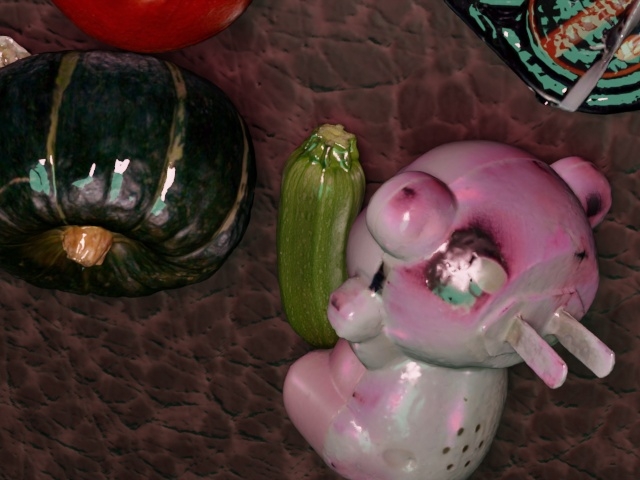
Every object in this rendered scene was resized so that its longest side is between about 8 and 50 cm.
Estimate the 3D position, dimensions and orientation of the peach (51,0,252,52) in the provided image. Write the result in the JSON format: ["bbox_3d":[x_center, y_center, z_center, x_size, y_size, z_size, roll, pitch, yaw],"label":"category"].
[{"bbox_3d":[-0.126,-0.225,1.123,0.197,0.197,0.197,5,121,8],"label":"peach"}]

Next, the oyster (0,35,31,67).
[{"bbox_3d":[-0.322,-0.136,1.292,0.177,0.064,0.125,7,117,5],"label":"oyster"}]

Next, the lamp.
[{"bbox_3d":[0.114,0.074,1.224,0.247,0.247,0.301,-3,127,-37],"label":"lamp"}]

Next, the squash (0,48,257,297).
[{"bbox_3d":[-0.176,-0.052,1.214,0.252,0.165,0.252,0,162,0],"label":"squash"}]

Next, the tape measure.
[{"bbox_3d":[0.212,-0.186,1.135,0.182,0.107,0.181,-33,106,26],"label":"tape measure"}]

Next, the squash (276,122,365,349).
[{"bbox_3d":[0.000,0.000,1.304,0.077,0.068,0.219,18,124,22],"label":"squash"}]
